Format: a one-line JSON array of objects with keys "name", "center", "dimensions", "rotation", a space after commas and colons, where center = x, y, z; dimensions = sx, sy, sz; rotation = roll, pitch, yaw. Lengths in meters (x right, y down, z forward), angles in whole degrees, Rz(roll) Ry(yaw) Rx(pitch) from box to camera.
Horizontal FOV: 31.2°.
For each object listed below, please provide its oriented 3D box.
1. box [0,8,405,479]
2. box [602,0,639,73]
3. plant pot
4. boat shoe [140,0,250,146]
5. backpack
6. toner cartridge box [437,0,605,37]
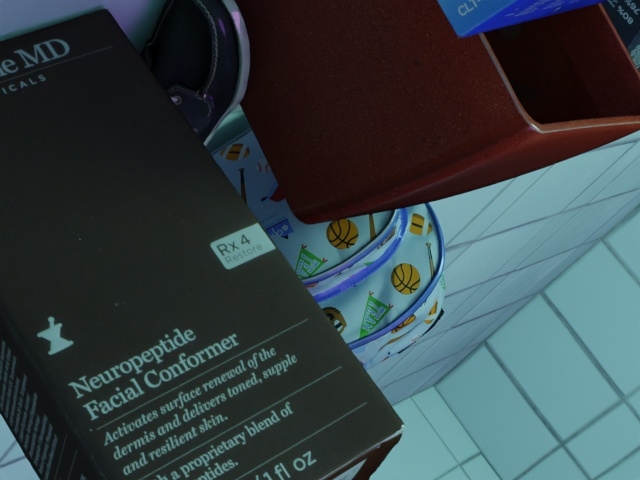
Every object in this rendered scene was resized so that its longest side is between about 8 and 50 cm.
[{"name": "box", "center": [-0.136, 0.041, 0.781], "dimensions": [0.191, 0.381, 0.143], "rotation": [-27, 159, -31]}, {"name": "box", "center": [0.312, -0.274, 1.218], "dimensions": [0.108, 0.153, 0.207], "rotation": [-30, 164, -22]}, {"name": "plant pot", "center": [0.075, -0.152, 0.939], "dimensions": [0.235, 0.267, 0.267], "rotation": [-32, 168, 34]}, {"name": "boat shoe", "center": [-0.117, -0.114, 0.904], "dimensions": [0.079, 0.084, 0.233], "rotation": [-39, 170, -35]}, {"name": "backpack", "center": [0.000, 0.000, 1.151], "dimensions": [0.276, 0.263, 0.213], "rotation": [-34, 163, -3]}, {"name": "toner cartridge box", "center": [0.203, -0.225, 0.779], "dimensions": [0.165, 0.075, 0.348], "rotation": [-32, 178, 31]}]
